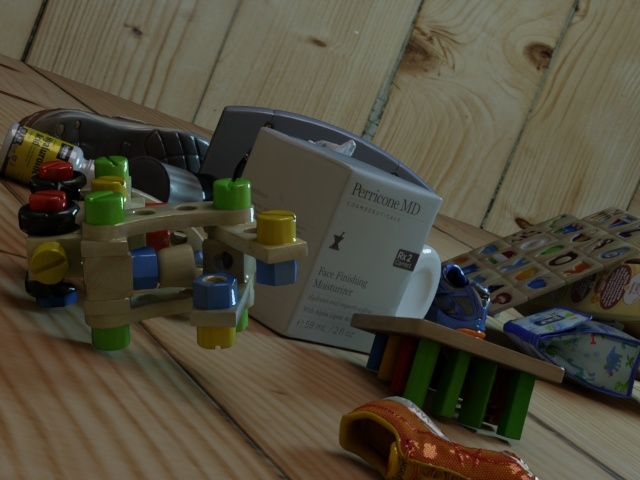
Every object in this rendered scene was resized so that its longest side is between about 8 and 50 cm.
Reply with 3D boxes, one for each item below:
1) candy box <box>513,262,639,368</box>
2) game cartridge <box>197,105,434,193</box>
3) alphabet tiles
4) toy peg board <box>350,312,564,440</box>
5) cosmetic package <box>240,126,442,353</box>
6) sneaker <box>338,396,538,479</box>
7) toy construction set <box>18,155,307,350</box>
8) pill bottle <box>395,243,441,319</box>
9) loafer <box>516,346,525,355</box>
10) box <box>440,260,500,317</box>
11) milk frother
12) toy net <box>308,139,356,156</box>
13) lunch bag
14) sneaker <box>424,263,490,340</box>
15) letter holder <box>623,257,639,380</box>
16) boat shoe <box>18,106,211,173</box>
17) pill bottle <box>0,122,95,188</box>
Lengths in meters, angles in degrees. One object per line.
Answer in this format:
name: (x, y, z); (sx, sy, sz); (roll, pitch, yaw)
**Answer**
candy box: (0.439, 0.109, 1.866); (0.183, 0.087, 0.316); (35, -16, -28)
game cartridge: (-0.013, -0.055, 1.726); (0.297, 0.198, 0.062); (22, 7, -8)
alphabet tiles: (0.308, 0.030, 1.926); (0.343, 0.011, 0.285); (-21, 15, -6)
toy peg board: (0.121, 0.133, 1.285); (0.161, 0.079, 0.161); (21, -9, -20)
cosmetic package: (0.000, 0.000, 1.390); (0.151, 0.183, 0.151); (15, 10, -45)
sneaker: (0.085, 0.169, 0.942); (0.175, 0.064, 0.067); (21, 25, 37)
toy construction set: (-0.133, 0.002, 1.092); (0.215, 0.151, 0.328); (-3, 2, -6)
pill bottle: (0.020, 0.022, 1.553); (0.221, 0.121, 0.121); (26, 8, 29)
loafer: (0.333, 0.147, 1.852); (0.148, 0.056, 0.050); (19, 14, -26)
box: (0.206, 0.064, 2.166); (0.145, 0.038, 0.186); (20, 6, -18)
milk frother: (-0.149, -0.065, 1.594); (0.129, 0.143, 0.135); (34, 9, 26)
toy net: (-0.065, -0.054, 1.482); (0.045, 0.232, 0.122); (52, 3, 18)
lunch bag: (0.329, 0.140, 1.745); (0.151, 0.096, 0.129); (15, 1, -13)
sneaker: (0.159, 0.068, 1.782); (0.083, 0.087, 0.221); (18, 8, -39)
letter holder: (0.524, 0.097, 2.183); (0.152, 0.214, 0.302); (22, 7, -4)
boat shoe: (-0.250, -0.110, 1.736); (0.324, 0.123, 0.116); (19, 5, -39)
pill bottle: (-0.320, -0.090, 1.566); (0.116, 0.065, 0.065); (21, 7, -11)
